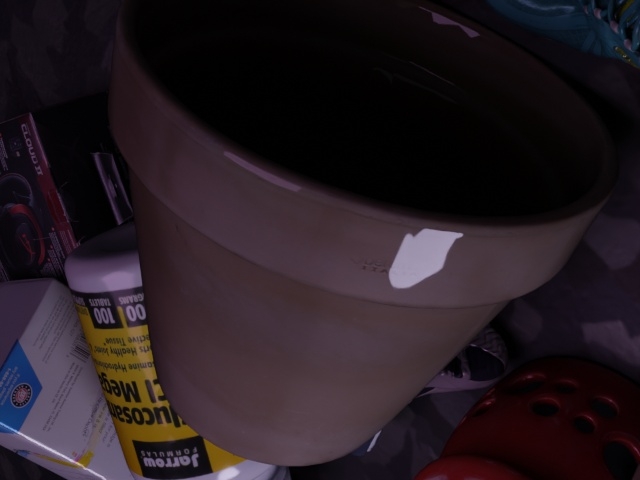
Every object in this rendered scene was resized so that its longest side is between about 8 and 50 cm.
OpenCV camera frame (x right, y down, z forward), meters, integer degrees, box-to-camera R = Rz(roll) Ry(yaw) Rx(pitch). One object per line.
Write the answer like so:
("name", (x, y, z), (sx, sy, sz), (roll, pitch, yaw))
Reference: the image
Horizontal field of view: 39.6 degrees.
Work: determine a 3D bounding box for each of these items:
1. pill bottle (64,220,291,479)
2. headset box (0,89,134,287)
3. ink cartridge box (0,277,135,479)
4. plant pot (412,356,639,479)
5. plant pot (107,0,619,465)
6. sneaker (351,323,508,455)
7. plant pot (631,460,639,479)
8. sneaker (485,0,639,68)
("pill bottle", (-0.134, 0.146, 0.942), (0.188, 0.188, 0.333), (0, 111, 44))
("headset box", (-0.326, -0.048, 1.085), (0.293, 0.110, 0.218), (-7, 106, 46))
("ink cartridge box", (-0.306, 0.177, 1.065), (0.168, 0.171, 0.233), (-7, 141, 46))
("plant pot", (0.171, 0.212, 0.697), (0.191, 0.174, 0.191), (24, 127, 36))
("plant pot", (0.000, 0.000, 0.628), (0.323, 0.323, 0.280), (36, 128, 25))
("sneaker", (0.065, 0.134, 0.827), (0.235, 0.094, 0.153), (-4, 133, 20))
("plant pot", (0.318, 0.189, 0.518), (0.229, 0.263, 0.263), (47, 139, 44))
("sneaker", (0.210, -0.140, 0.524), (0.275, 0.110, 0.107), (26, 127, 33))
